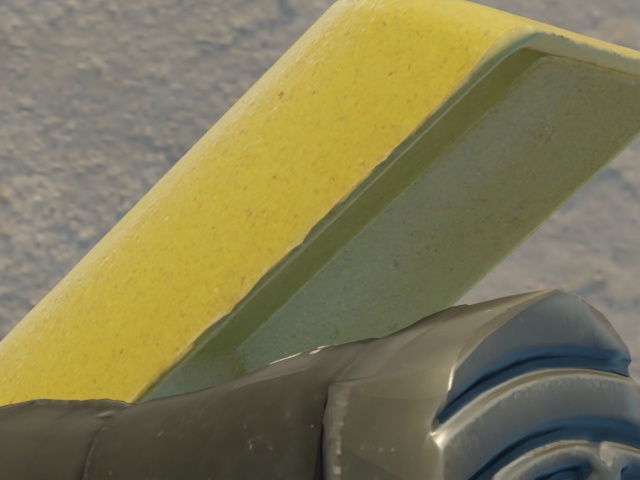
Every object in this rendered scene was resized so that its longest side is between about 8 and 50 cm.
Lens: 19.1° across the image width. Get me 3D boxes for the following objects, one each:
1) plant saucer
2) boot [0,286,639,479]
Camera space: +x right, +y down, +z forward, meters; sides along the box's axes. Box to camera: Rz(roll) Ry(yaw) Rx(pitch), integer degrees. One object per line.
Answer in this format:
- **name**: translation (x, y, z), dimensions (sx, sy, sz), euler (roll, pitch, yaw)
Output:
- **plant saucer**: translation (0.000, 0.000, 0.894), dimensions (0.333, 0.081, 0.333), euler (-43, 166, 17)
- **boot**: translation (-0.085, 0.227, 0.570), dimensions (0.146, 0.445, 0.367), euler (4, 75, -51)
